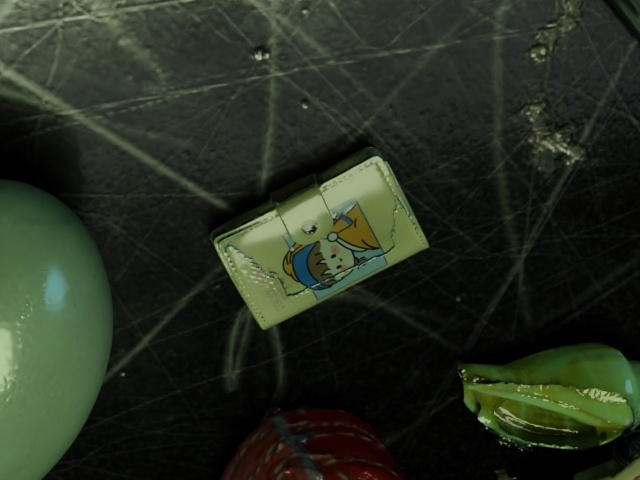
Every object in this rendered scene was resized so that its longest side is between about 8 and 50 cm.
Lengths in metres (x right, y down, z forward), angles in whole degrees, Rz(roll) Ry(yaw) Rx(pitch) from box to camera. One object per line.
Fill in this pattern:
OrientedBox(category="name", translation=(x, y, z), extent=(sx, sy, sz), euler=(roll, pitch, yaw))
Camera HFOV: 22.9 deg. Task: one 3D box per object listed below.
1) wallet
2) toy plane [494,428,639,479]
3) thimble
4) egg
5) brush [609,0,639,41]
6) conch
OrientedBox(category="wallet", translation=(0.000, 0.000, 1.274), extent=(0.155, 0.039, 0.110), euler=(-28, 124, 1))
OrientedBox(category="toy plane", translation=(0.266, 0.237, 1.434), extent=(0.256, 0.104, 0.242), euler=(-12, 154, 4))
OrientedBox(category="thimble", translation=(-0.003, 0.249, 1.369), extent=(0.163, 0.125, 0.189), euler=(4, 118, -20))
OrientedBox(category="egg", translation=(-0.262, 0.085, 1.157), extent=(0.203, 0.203, 0.282), euler=(16, 114, -23))
OrientedBox(category="brush", translation=(0.285, -0.139, 1.266), extent=(0.027, 0.062, 0.266), euler=(-41, 127, 4))
OrientedBox(category="conch", translation=(0.225, 0.138, 1.390), extent=(0.201, 0.079, 0.095), euler=(-8, 98, 2))
